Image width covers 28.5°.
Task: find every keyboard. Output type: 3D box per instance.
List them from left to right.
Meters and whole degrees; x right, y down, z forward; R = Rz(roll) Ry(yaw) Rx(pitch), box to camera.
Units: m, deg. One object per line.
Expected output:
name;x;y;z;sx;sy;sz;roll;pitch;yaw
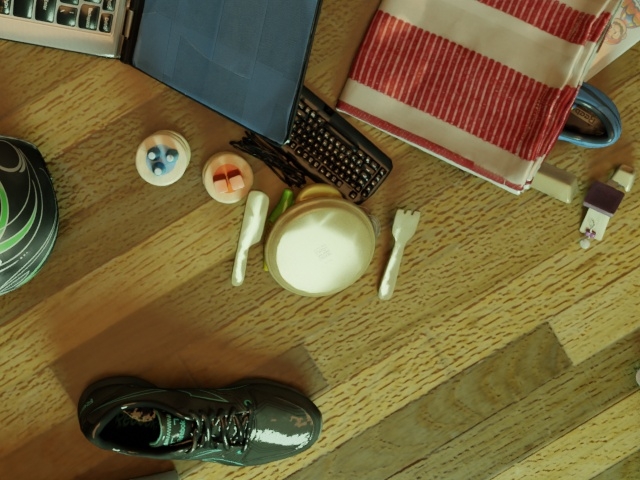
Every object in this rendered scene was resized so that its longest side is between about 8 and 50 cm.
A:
keyboard;-0.019;-0.104;1.355;0.192;0.038;0.100;38;93;-7

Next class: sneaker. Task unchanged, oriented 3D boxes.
sneaker;-0.128;0.204;1.351;0.267;0.106;0.101;2;96;-6
sneaker;0.223;-0.157;1.338;0.209;0.082;0.069;23;111;-1

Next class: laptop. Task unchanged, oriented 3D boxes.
laptop;-0.202;-0.330;1.162;0.407;0.236;0.382;8;111;-14

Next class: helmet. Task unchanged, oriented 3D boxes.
helmet;-0.350;-0.018;1.273;0.169;0.169;0.162;-1;79;-5

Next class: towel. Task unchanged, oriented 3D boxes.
towel;0.181;-0.241;1.312;0.237;0.037;0.329;27;94;17

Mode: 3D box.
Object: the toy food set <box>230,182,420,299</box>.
toy food set;0.000;0.000;1.364;0.192;0.038;0.132;7;116;-17

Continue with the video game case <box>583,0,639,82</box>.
video game case;0.283;-0.266;1.369;0.143;0.019;0.157;-38;99;1

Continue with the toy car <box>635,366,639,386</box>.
toy car;0.424;0.218;1.390;0.155;0.149;0.189;-15;87;7

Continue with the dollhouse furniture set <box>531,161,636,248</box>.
dollhouse furniture set;0.277;-0.049;1.402;0.114;0.091;0.081;26;137;14

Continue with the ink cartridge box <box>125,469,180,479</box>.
ink cartridge box;-0.234;0.343;1.370;0.190;0.082;0.140;-11;98;-5

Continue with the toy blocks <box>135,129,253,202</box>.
toy blocks;-0.128;-0.073;1.293;0.123;0.148;0.054;19;96;-7
